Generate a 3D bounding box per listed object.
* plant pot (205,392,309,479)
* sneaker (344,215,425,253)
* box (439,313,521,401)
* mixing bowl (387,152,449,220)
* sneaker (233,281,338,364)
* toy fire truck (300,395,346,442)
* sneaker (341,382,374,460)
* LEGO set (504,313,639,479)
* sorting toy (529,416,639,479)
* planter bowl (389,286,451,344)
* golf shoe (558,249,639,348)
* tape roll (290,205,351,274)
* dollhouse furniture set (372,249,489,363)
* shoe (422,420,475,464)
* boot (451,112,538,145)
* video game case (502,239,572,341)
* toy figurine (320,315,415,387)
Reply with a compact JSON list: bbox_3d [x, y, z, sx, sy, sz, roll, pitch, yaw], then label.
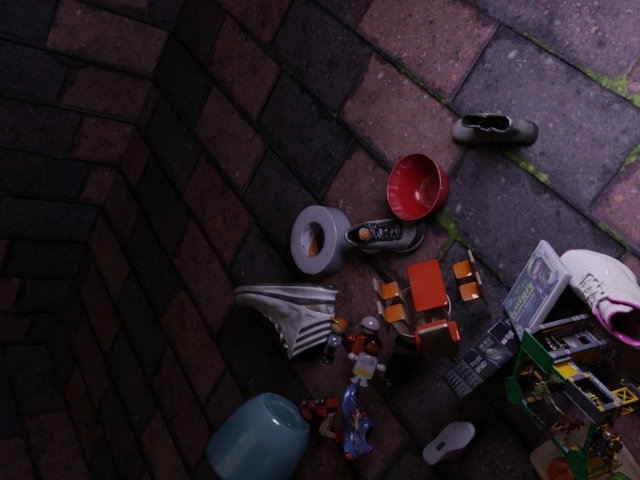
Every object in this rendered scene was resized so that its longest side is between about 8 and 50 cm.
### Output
[{"bbox_3d":[-0.173,0.622,2.026,0.235,0.293,0.293,-56,48,10],"label":"plant pot"},{"bbox_3d":[0.181,-0.015,1.834,0.272,0.108,0.100,-12,75,45],"label":"sneaker"},{"bbox_3d":[0.388,0.275,1.528,0.077,0.147,0.180,47,120,16],"label":"box"},{"bbox_3d":[0.278,-0.139,1.746,0.181,0.098,0.181,-6,82,47],"label":"mixing bowl"},{"bbox_3d":[-0.135,0.266,2.101,0.448,0.169,0.257,-2,82,45],"label":"sneaker"},{"bbox_3d":[0.018,0.548,1.989,0.192,0.047,0.135,-21,72,45],"label":"toy fire truck"},{"bbox_3d":[0.111,0.521,1.876,0.087,0.083,0.221,-6,67,10],"label":"sneaker"},{"bbox_3d":[0.556,0.311,1.347,0.331,0.192,0.254,-133,37,-59],"label":"LEGO set"},{"bbox_3d":[0.604,0.483,1.356,0.307,0.041,0.229,-48,53,33],"label":"sorting toy"},{"bbox_3d":[0.268,0.209,1.685,0.162,0.109,0.162,-14,45,15],"label":"planter bowl"},{"bbox_3d":[0.599,0.116,1.335,0.306,0.140,0.115,49,121,41],"label":"golf shoe"},{"bbox_3d":[0.000,0.000,2.057,0.219,0.072,0.219,-9,78,47],"label":"tape roll"},{"bbox_3d":[0.266,0.149,1.562,0.262,0.135,0.259,-17,44,12],"label":"dollhouse furniture set"},{"bbox_3d":[0.337,0.499,1.616,0.178,0.081,0.063,-51,51,35],"label":"shoe"},{"bbox_3d":[0.393,-0.286,1.591,0.247,0.161,0.083,13,94,48],"label":"boot"},{"bbox_3d":[0.485,0.115,1.469,0.173,0.022,0.190,-88,20,-66],"label":"video game case"},{"bbox_3d":[0.127,0.296,1.781,0.213,0.210,0.148,27,100,45],"label":"toy figurine"}]
